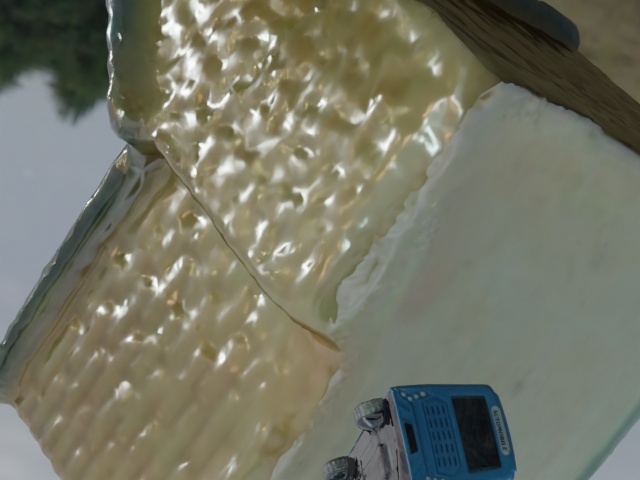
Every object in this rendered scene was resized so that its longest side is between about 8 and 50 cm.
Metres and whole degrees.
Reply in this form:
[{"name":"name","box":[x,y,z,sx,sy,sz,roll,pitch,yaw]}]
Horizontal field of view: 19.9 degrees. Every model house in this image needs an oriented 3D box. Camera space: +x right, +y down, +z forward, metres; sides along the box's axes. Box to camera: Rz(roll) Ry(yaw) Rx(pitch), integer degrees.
[{"name":"model house","box":[0.000,0.000,1.114,0.334,0.382,0.342,20,-159,-47]}]

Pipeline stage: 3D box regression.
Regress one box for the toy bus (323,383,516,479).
[{"name":"toy bus","box":[0.031,0.077,0.576,0.046,0.038,0.083,-5,153,-15]}]
